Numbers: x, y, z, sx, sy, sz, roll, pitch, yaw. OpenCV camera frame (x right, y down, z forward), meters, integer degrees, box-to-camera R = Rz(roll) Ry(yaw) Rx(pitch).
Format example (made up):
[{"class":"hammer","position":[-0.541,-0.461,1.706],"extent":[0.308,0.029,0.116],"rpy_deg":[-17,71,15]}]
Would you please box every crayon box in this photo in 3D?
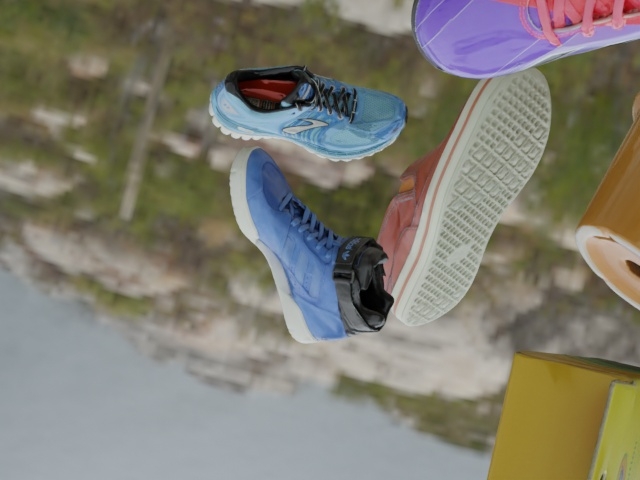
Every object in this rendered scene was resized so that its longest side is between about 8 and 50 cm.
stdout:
[{"class":"crayon box","position":[0.165,0.177,1.176],"extent":[0.081,0.202,0.318],"rpy_deg":[13,179,20]}]

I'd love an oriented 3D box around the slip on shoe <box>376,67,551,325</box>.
[{"class":"slip on shoe","position":[0.124,-0.053,1.750],"extent":[0.123,0.101,0.331],"rpy_deg":[-17,147,-31]}]

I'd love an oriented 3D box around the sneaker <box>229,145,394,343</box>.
[{"class":"sneaker","position":[0.000,0.000,1.231],"extent":[0.085,0.058,0.152],"rpy_deg":[-9,113,31]}]

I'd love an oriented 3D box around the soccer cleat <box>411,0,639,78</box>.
[{"class":"soccer cleat","position":[0.197,-0.162,1.027],"extent":[0.318,0.116,0.108],"rpy_deg":[-21,124,16]}]

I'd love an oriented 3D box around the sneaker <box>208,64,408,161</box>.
[{"class":"sneaker","position":[-0.008,-0.107,1.467],"extent":[0.162,0.063,0.073],"rpy_deg":[4,162,-6]}]

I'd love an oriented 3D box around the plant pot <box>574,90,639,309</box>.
[{"class":"plant pot","position":[0.331,-0.036,1.601],"extent":[0.205,0.188,0.205],"rpy_deg":[40,166,12]}]
